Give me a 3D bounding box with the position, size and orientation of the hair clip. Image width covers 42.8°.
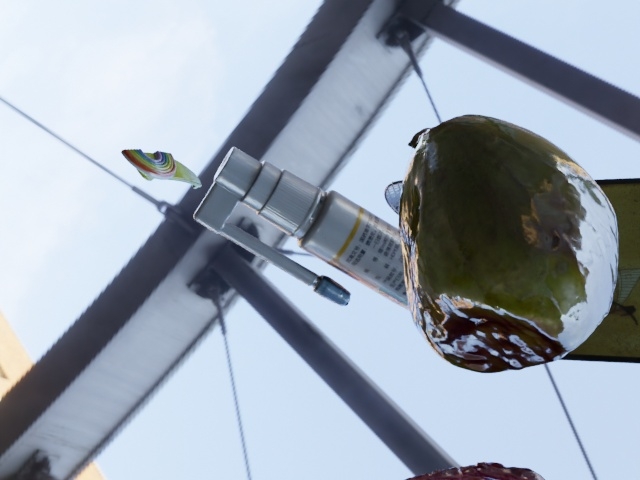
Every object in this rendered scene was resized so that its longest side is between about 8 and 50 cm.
[{"bbox_3d":[-0.251,-0.116,1.355,0.033,0.188,0.060,-40,-111,18],"label":"hair clip"}]

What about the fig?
[{"bbox_3d":[0.114,-0.001,0.526,0.144,0.154,0.166,-19,-95,35],"label":"fig"}]

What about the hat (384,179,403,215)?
[{"bbox_3d":[0.218,-0.085,1.484,0.193,0.193,0.082,10,-115,35],"label":"hat"}]

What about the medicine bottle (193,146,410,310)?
[{"bbox_3d":[0.000,0.000,0.735,0.092,0.220,0.061,-57,-168,13],"label":"medicine bottle"}]

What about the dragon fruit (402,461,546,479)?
[{"bbox_3d":[0.162,0.326,0.695,0.240,0.302,0.330,-4,-158,29],"label":"dragon fruit"}]

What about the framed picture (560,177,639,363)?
[{"bbox_3d":[0.372,0.043,1.139,0.338,0.014,0.255,0,-88,26],"label":"framed picture"}]
